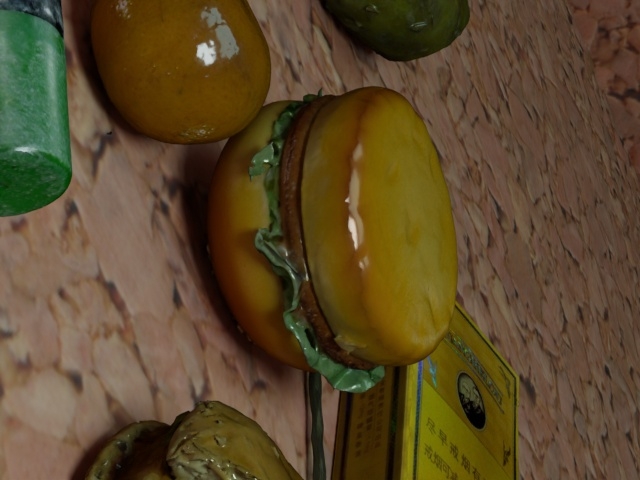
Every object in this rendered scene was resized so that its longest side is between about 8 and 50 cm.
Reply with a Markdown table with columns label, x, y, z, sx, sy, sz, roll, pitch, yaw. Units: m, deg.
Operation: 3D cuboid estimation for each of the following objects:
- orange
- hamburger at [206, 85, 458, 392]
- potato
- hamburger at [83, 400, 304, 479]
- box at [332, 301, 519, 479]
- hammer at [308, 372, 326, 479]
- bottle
| label | x | y | z | sx | sy | sz | roll | pitch | yaw |
| --- | --- | --- | --- | --- | --- | --- | --- | --- | --- |
| orange | -0.108 | -0.144 | 1.262 | 0.156 | 0.124 | 0.156 | 57 | 8 | -12 |
| hamburger | 0.000 | -0.002 | 1.343 | 0.246 | 0.170 | 0.246 | 24 | 62 | -60 |
| potato | 0.093 | -0.284 | 1.870 | 0.298 | 0.141 | 0.176 | -2 | 83 | -69 |
| hamburger | -0.041 | 0.201 | 1.124 | 0.262 | 0.124 | 0.131 | 59 | 23 | -31 |
| box | 0.102 | 0.184 | 1.536 | 0.193 | 0.084 | 0.301 | 50 | 28 | -30 |
| hammer | -0.004 | 0.143 | 1.417 | 0.058 | 0.029 | 0.292 | 53 | 25 | -45 |
| bottle | -0.212 | -0.178 | 1.060 | 0.093 | 0.093 | 0.330 | 36 | 40 | -57 |
